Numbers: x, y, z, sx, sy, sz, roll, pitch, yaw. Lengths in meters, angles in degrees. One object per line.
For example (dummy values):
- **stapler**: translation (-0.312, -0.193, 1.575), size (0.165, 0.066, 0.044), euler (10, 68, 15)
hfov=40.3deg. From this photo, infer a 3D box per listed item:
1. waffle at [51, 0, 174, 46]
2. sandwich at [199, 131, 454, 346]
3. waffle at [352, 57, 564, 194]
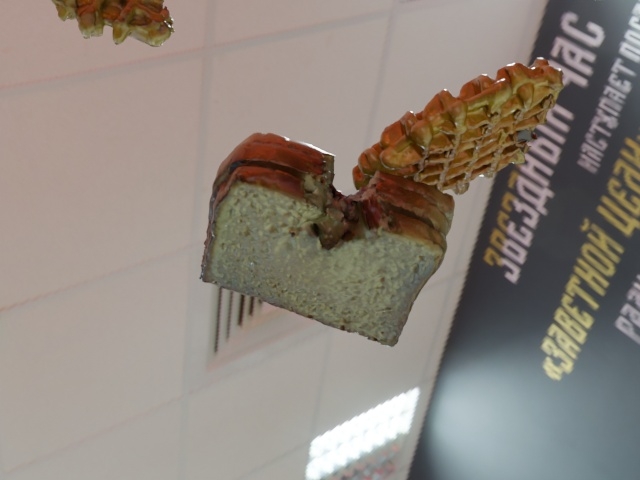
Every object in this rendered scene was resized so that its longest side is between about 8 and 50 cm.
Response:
- **waffle**: translation (-0.207, -0.278, 0.895), size (0.149, 0.194, 0.051), euler (0, -37, -26)
- **sandwich**: translation (0.000, -0.001, 1.020), size (0.249, 0.273, 0.095), euler (113, 175, -55)
- **waffle**: translation (0.172, -0.121, 1.047), size (0.283, 0.065, 0.309), euler (-5, -20, -47)
